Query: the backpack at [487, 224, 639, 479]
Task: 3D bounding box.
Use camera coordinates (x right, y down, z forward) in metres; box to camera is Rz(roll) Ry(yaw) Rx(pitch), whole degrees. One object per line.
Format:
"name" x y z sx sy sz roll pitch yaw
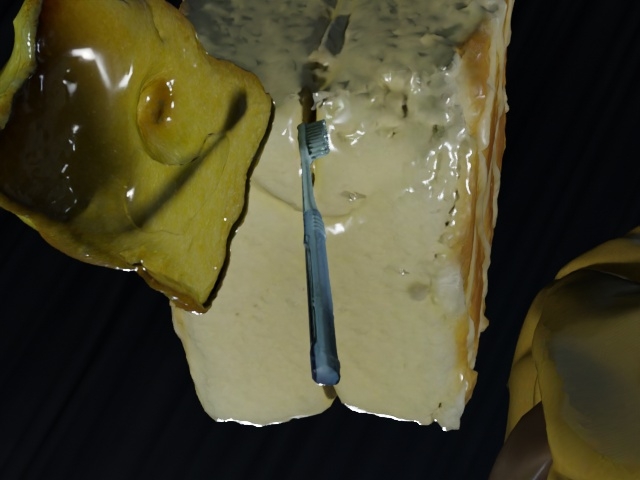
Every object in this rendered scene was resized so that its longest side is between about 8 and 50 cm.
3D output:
"backpack" 0.152 0.160 0.674 0.201 0.353 0.378 3 -168 0

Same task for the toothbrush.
"toothbrush" 0.000 0.000 0.965 0.019 0.219 0.016 -18 130 13

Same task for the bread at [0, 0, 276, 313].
"bread" -0.124 -0.062 1.002 0.088 0.160 0.233 2 161 28

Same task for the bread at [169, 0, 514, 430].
"bread" 0.023 -0.084 1.438 0.279 0.371 0.390 6 134 9
